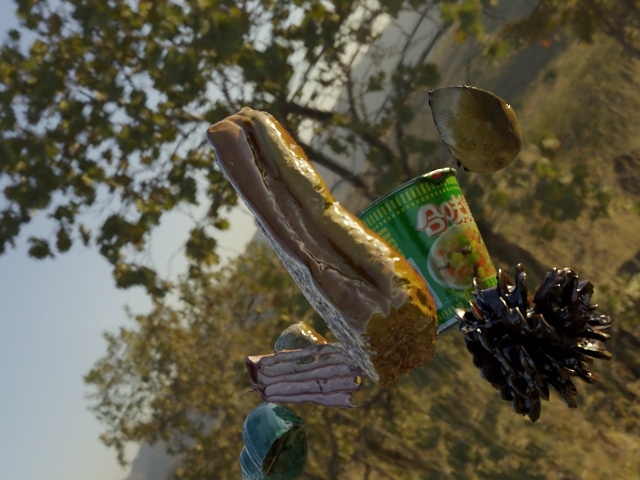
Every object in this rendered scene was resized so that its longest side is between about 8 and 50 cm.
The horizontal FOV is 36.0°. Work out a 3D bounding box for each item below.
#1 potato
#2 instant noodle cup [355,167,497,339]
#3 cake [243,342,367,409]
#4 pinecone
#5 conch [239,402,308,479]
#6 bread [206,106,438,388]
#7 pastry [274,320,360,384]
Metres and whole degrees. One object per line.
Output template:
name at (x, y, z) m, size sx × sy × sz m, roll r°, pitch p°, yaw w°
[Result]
potato at (0.315, -0.208, 1.920) m, size 0.098 × 0.243 × 0.138 m, roll -10°, pitch 72°, yaw 43°
instant noodle cup at (0.187, 0.029, 1.606) m, size 0.207 × 0.232 × 0.207 m, roll -26°, pitch -13°, yaw -6°
cake at (-0.002, 0.211, 1.552) m, size 0.287 × 0.135 × 0.098 m, roll -7°, pitch 79°, yaw 53°
pinecone at (0.188, 0.081, 0.854) m, size 0.121 × 0.140 × 0.140 m, roll -33°, pitch 12°, yaw 20°
conch at (-0.102, 0.421, 2.003) m, size 0.196 × 0.134 × 0.202 m, roll -18°, pitch -55°, yaw -54°
bread at (0.000, 0.000, 1.185) m, size 0.109 × 0.380 × 0.185 m, roll -36°, pitch -30°, yaw -7°
pastry at (-0.007, 0.256, 2.055) m, size 0.093 × 0.192 × 0.182 m, roll -47°, pitch -7°, yaw -1°
